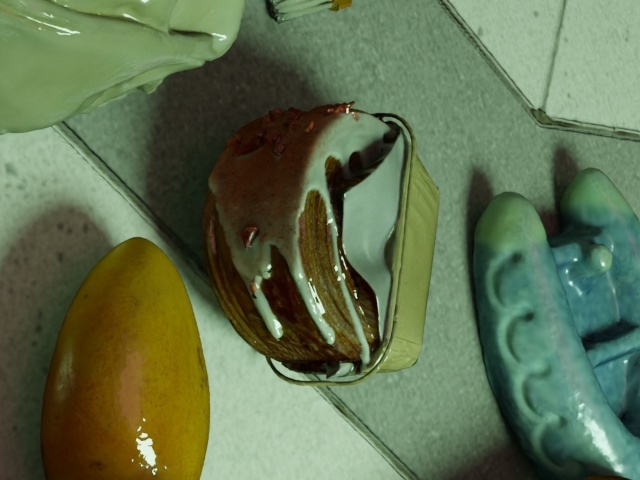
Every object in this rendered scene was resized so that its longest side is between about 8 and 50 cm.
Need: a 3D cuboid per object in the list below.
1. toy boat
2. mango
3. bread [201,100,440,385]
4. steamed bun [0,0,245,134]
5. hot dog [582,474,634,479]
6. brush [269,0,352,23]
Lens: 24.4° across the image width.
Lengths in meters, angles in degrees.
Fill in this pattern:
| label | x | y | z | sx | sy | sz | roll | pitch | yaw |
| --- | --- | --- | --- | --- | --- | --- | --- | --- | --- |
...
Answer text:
| label | x | y | z | sx | sy | sz | roll | pitch | yaw |
| --- | --- | --- | --- | --- | --- | --- | --- | --- | --- |
| toy boat | 0.265 | 0.098 | 1.362 | 0.215 | 0.123 | 0.330 | -13 | 90 | -41 |
| mango | -0.130 | 0.105 | 1.048 | 0.141 | 0.102 | 0.217 | 10 | 79 | -44 |
| bread | 0.000 | 0.000 | 1.157 | 0.212 | 0.142 | 0.224 | 27 | 66 | -49 |
| steamed bun | -0.174 | -0.232 | 0.979 | 0.324 | 0.219 | 0.310 | -8 | 92 | -34 |
| hot dog | 0.190 | 0.304 | 1.238 | 0.256 | 0.150 | 0.153 | -14 | 105 | -22 |
| brush | 0.062 | -0.265 | 1.320 | 0.314 | 0.017 | 0.090 | -23 | 98 | -40 |
